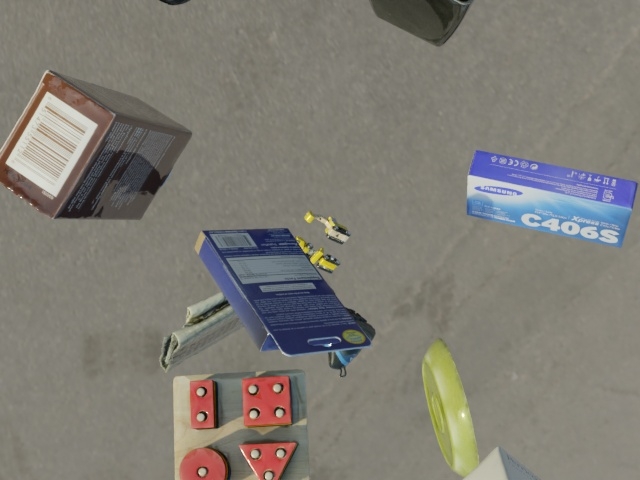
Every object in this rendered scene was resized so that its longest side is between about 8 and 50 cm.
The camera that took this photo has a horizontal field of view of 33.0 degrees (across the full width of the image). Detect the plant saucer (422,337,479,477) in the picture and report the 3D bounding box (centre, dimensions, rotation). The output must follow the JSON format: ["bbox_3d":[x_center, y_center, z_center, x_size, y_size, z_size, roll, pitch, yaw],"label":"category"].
[{"bbox_3d":[0.209,0.282,1.788,0.037,0.241,0.241,-14,136,-4],"label":"plant saucer"}]

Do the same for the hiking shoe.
[{"bbox_3d":[-0.016,0.168,2.459,0.132,0.304,0.113,-53,142,8],"label":"hiking shoe"}]

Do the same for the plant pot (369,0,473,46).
[{"bbox_3d":[0.177,-0.420,1.699,0.187,0.188,0.167,-57,168,-24],"label":"plant pot"}]

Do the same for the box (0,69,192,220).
[{"bbox_3d":[-0.362,-0.145,1.769,0.191,0.143,0.381,-58,170,6],"label":"box"}]

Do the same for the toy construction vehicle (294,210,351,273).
[{"bbox_3d":[0.000,0.000,1.709,0.098,0.035,0.086,22,123,-28],"label":"toy construction vehicle"}]

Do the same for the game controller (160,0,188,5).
[{"bbox_3d":[-0.150,-0.470,1.417,0.319,0.166,0.067,-51,166,18],"label":"game controller"}]

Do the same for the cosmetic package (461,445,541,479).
[{"bbox_3d":[0.295,0.475,1.481,0.217,0.385,0.156,40,104,-12],"label":"cosmetic package"}]

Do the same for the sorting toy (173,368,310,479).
[{"bbox_3d":[-0.153,0.375,2.046,0.257,0.256,0.089,-3,168,2],"label":"sorting toy"}]

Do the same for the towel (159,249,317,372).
[{"bbox_3d":[-0.174,0.136,2.121,0.324,0.056,0.312,-31,172,-20],"label":"towel"}]

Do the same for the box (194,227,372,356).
[{"bbox_3d":[-0.047,0.068,1.322,0.136,0.225,0.037,-2,129,-37],"label":"box"}]

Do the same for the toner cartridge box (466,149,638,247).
[{"bbox_3d":[0.493,-0.089,2.334,0.347,0.075,0.165,13,151,14],"label":"toner cartridge box"}]
